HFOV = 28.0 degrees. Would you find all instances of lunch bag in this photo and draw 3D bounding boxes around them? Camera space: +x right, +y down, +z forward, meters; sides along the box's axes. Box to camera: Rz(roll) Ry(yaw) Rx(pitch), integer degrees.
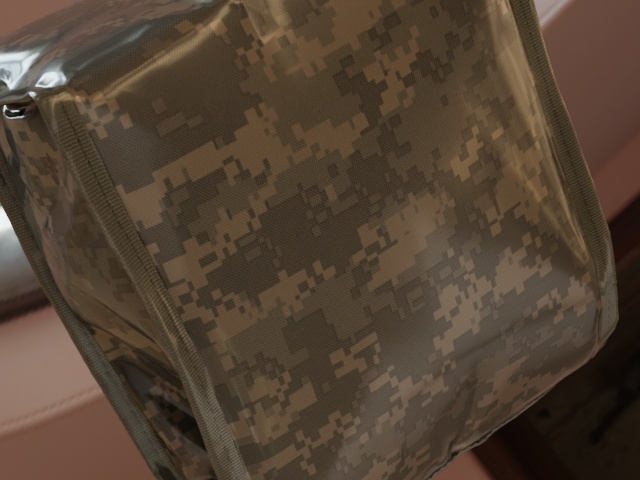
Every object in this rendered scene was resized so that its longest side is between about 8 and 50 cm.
[{"bbox_3d":[0.000,0.000,0.609,0.169,0.235,0.287,18,136,56],"label":"lunch bag"}]
